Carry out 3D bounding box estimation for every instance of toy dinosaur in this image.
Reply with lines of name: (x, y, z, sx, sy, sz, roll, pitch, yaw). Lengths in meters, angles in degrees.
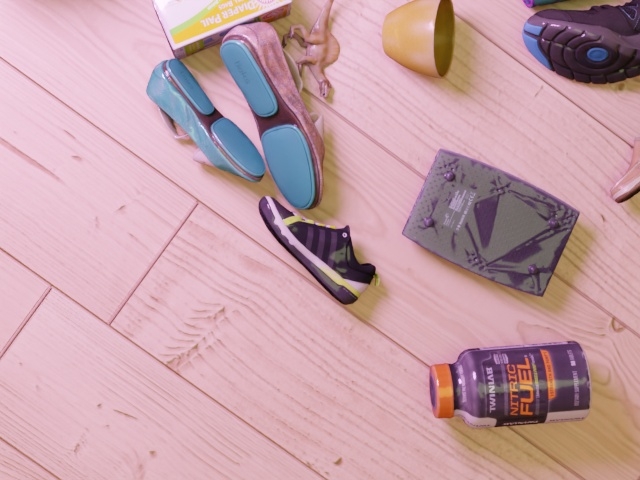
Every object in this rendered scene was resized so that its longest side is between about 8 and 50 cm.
toy dinosaur: (-0.011, -0.324, 1.879, 0.093, 0.053, 0.183, 3, 99, -19)

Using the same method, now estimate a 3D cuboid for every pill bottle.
pill bottle: (0.300, 0.234, 1.864, 0.246, 0.130, 0.130, -4, 92, -3)

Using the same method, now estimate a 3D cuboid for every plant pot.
plant pot: (0.153, -0.328, 1.854, 0.095, 0.134, 0.134, 6, 91, 21)

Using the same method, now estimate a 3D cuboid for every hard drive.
hard drive: (0.275, -0.029, 1.894, 0.255, 0.054, 0.172, 24, 90, -4)

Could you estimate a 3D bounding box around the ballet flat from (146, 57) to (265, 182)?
ballet flat: (-0.188, -0.177, 1.855, 0.247, 0.083, 0.087, 50, 125, -1)

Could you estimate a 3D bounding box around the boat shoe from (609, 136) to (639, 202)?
boat shoe: (0.540, -0.139, 1.911, 0.190, 0.068, 0.072, -38, 81, -12)

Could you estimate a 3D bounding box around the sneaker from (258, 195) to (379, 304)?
sneaker: (0.000, 0.000, 1.870, 0.097, 0.084, 0.234, -45, 102, -6)

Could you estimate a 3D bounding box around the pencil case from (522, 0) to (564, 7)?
pencil case: (0.402, -0.426, 1.888, 0.152, 0.064, 0.070, -13, 108, -4)

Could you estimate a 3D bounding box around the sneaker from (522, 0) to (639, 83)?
sneaker: (0.498, -0.335, 1.889, 0.341, 0.125, 0.139, 9, 63, -1)

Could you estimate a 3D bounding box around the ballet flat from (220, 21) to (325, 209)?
ballet flat: (-0.051, -0.203, 1.836, 0.106, 0.108, 0.316, -44, 122, -42)

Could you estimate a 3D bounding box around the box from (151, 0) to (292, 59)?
box: (-0.156, -0.376, 1.828, 0.203, 0.114, 0.103, -23, 92, -4)
